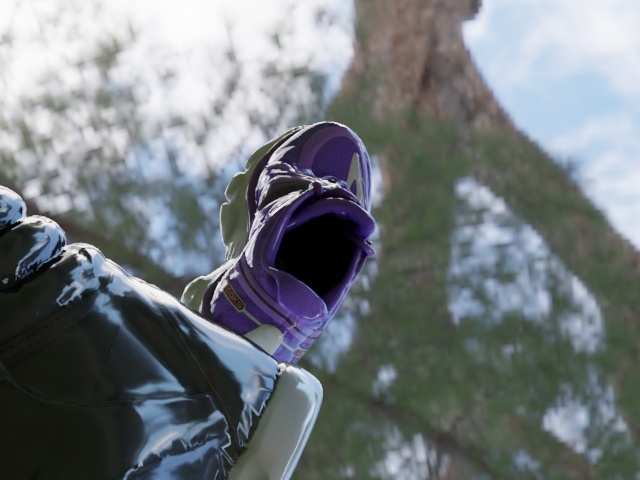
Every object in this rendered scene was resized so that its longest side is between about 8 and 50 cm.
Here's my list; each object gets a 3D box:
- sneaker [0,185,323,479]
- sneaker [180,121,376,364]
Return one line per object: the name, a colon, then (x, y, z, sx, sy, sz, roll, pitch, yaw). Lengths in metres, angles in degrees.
sneaker: (-0.102, 0.086, 0.531, 0.147, 0.104, 0.296, 34, -152, -4)
sneaker: (0.000, 0.000, 0.793, 0.071, 0.068, 0.170, -40, -164, 29)
